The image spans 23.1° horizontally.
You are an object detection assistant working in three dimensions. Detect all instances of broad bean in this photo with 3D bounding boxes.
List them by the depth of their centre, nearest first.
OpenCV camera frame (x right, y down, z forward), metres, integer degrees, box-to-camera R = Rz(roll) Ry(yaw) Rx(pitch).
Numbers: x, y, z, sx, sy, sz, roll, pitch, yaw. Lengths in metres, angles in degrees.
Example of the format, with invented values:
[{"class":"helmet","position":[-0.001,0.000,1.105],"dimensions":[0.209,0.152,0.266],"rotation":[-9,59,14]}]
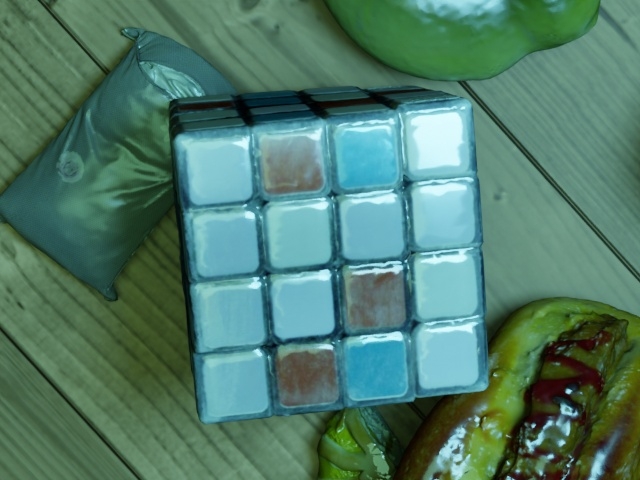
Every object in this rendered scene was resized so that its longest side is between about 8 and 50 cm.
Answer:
[{"class":"broad bean","position":[0.128,-0.265,1.461],"dimensions":[0.291,0.119,0.238],"rotation":[20,94,1]}]

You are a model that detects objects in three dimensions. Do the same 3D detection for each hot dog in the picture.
[{"class":"hot dog","position":[0.180,0.239,1.414],"dimensions":[0.185,0.223,0.405],"rotation":[21,88,26]}]

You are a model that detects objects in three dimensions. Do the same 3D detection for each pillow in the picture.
[{"class":"pillow","position":[-0.189,-0.075,1.514],"dimensions":[0.169,0.059,0.255],"rotation":[39,93,-4]}]

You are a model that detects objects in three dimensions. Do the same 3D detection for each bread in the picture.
[{"class":"bread","position":[0.042,0.230,1.521],"dimensions":[0.094,0.083,0.157],"rotation":[-9,95,16]}]

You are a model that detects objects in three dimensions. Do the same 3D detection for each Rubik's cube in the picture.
[{"class":"Rubik's cube","position":[-0.001,0.000,1.394],"dimensions":[0.253,0.256,0.259],"rotation":[-6,101,-5]}]
